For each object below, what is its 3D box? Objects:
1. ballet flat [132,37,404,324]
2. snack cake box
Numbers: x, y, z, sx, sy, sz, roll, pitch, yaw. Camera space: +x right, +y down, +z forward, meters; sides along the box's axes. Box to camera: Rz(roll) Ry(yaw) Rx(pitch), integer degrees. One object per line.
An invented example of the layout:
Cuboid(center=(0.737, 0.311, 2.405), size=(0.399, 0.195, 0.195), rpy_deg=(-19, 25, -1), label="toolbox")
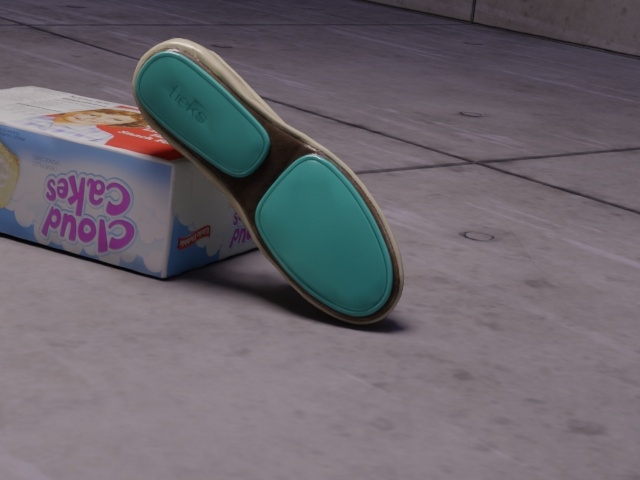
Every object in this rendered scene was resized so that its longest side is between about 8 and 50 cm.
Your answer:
Cuboid(center=(-0.029, -0.044, 0.994), size=(0.248, 0.086, 0.086), rpy_deg=(49, 27, 8), label="ballet flat")
Cuboid(center=(-0.180, -0.054, 1.120), size=(0.264, 0.089, 0.152), rpy_deg=(14, 15, 28), label="snack cake box")
